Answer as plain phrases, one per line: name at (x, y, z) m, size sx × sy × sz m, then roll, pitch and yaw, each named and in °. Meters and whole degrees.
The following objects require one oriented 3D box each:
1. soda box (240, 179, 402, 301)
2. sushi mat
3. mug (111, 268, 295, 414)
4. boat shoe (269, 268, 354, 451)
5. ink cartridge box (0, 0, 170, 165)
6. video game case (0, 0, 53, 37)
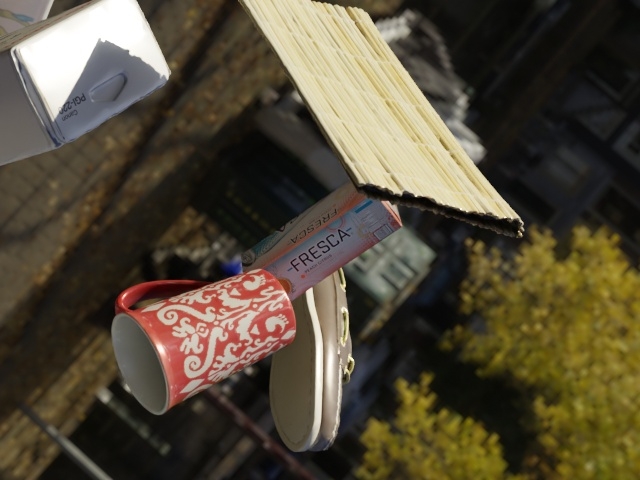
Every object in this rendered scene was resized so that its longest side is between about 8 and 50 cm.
soda box at (0.000, 0.000, 1.760) m, size 0.183 × 0.058 × 0.063 m, roll -34°, pitch -153°, yaw 12°
sushi mat at (0.033, -0.114, 1.212) m, size 0.151 × 0.316 × 0.019 m, roll 12°, pitch 121°, yaw -33°
mug at (-0.129, 0.085, 1.667) m, size 0.169 × 0.150 × 0.113 m, roll -22°, pitch 163°, yaw -29°
boat shoe at (-0.006, 0.136, 2.005) m, size 0.116 × 0.097 × 0.324 m, roll -49°, pitch -146°, yaw 34°
ink cartridge box at (-0.261, -0.124, 1.333) m, size 0.218 × 0.092 × 0.158 m, roll -10°, pitch -160°, yaw 38°
video game case at (-0.414, -0.249, 1.515) m, size 0.329 × 0.300 × 0.036 m, roll -65°, pitch -159°, yaw 17°
